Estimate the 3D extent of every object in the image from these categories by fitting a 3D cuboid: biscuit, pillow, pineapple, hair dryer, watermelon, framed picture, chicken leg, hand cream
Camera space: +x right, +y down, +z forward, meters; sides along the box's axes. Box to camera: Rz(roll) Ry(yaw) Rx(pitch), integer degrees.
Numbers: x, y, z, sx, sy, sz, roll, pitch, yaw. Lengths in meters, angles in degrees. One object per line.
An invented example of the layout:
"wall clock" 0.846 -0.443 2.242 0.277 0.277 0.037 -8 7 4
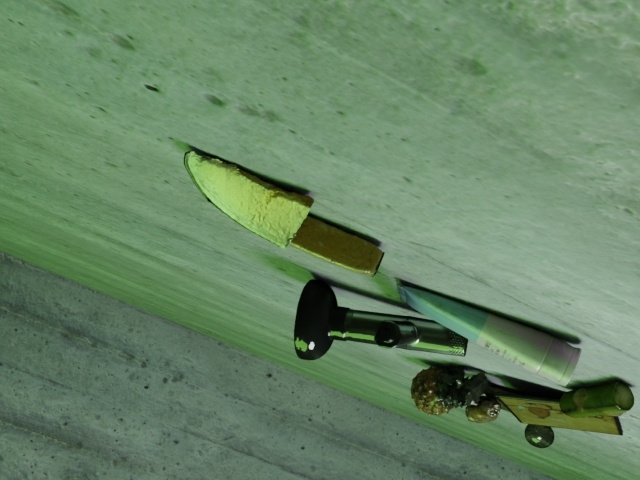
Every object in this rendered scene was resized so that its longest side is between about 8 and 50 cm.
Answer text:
"biscuit" 0.000 0.000 1.139 0.188 0.052 0.056 24 176 -4
"pillow" 0.476 0.411 1.986 0.113 0.038 0.203 14 164 27
"pineapple" 0.318 0.361 1.890 0.128 0.128 0.248 24 159 -12
"hair dryer" 0.085 0.136 1.391 0.321 0.155 0.284 3 159 25
"watermelon" 0.633 0.561 2.237 0.078 0.078 0.111 7 161 41
"framed picture" 0.571 0.413 1.835 0.256 0.014 0.339 2 159 25
"chicken leg" 0.394 0.405 1.854 0.085 0.068 0.198 12 169 7
"hand cream" 0.274 0.145 1.302 0.312 0.070 0.111 25 168 14

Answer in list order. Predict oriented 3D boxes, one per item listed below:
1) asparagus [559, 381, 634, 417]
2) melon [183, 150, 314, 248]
"asparagus" 0.542 0.313 1.515 0.067 0.060 0.277 39 166 5
"melon" -0.104 -0.062 1.059 0.182 0.054 0.098 24 150 -1
